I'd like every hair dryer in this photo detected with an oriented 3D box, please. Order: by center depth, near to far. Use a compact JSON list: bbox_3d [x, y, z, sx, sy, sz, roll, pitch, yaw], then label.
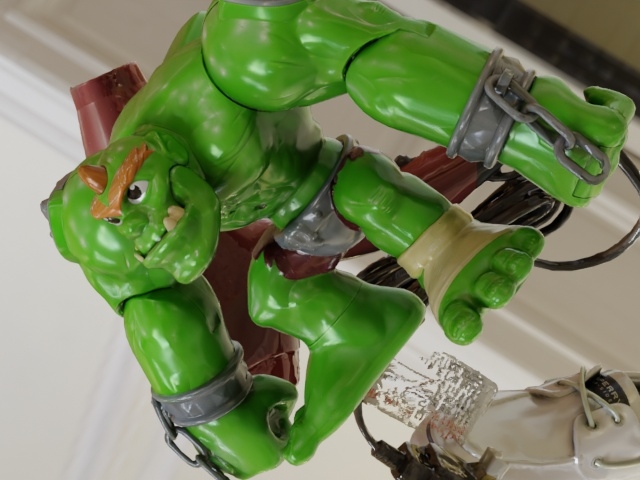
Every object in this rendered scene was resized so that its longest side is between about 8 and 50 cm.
[{"bbox_3d":[0.000,0.000,0.974,0.224,0.293,0.080,-65,-168,-7],"label":"hair dryer"}]

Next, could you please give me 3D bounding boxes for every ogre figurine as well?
[{"bbox_3d":[-0.011,-0.008,0.573,0.097,0.118,0.197,-53,-173,-29],"label":"ogre figurine"}]

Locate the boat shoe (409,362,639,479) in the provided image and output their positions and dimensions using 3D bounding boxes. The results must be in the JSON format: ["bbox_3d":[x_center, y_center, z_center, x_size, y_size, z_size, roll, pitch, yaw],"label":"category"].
[{"bbox_3d":[0.150,0.101,1.083,0.226,0.083,0.076,-1,135,-39],"label":"boat shoe"}]
